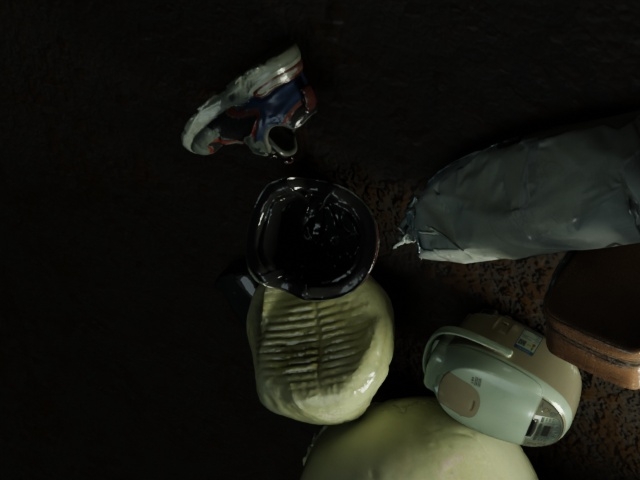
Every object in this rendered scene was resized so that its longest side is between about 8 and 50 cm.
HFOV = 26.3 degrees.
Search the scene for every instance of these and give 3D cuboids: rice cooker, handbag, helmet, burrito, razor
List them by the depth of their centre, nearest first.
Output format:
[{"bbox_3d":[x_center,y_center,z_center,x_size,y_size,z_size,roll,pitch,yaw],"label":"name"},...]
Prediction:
[{"bbox_3d":[0.330,0.059,1.488,0.151,0.193,0.072,22,145,31],"label":"handbag"},{"bbox_3d":[0.227,-0.048,1.525,0.445,0.101,0.139,-11,83,49],"label":"burrito"},{"bbox_3d":[0.233,0.175,1.744,0.206,0.127,0.145,30,141,16],"label":"rice cooker"},{"bbox_3d":[-0.002,-0.002,1.755,0.176,0.107,0.153,16,94,14],"label":"helmet"},{"bbox_3d":[-0.086,0.095,1.979,0.090,0.054,0.148,-13,120,42],"label":"razor"}]

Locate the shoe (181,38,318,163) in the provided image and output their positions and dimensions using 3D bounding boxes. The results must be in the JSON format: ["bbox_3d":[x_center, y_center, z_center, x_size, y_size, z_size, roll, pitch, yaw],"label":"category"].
[{"bbox_3d":[-0.072,-0.148,1.676,0.125,0.099,0.227,47,138,-7],"label":"shoe"}]

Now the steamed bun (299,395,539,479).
[{"bbox_3d":[0.141,0.326,1.865,0.312,0.333,0.233,-23,69,54],"label":"steamed bun"}]

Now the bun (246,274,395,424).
[{"bbox_3d":[0.002,0.141,1.835,0.229,0.229,0.145,17,164,26],"label":"bun"}]
